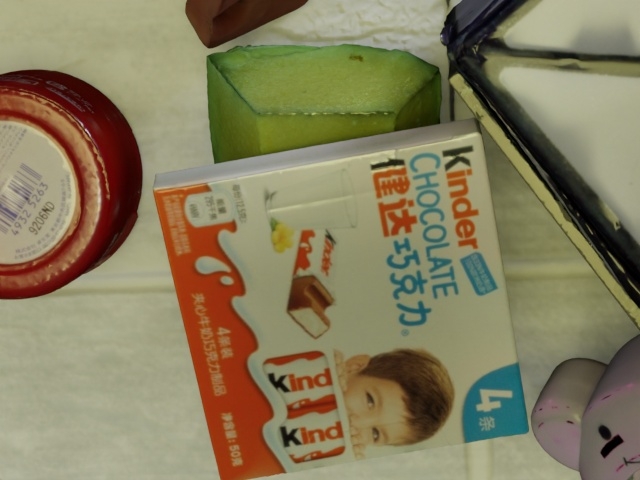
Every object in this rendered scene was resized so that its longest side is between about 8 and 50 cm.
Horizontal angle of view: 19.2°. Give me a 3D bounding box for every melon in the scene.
[{"bbox_3d":[0.000,0.000,1.596,0.196,0.124,0.323,3,114,6],"label":"melon"}]

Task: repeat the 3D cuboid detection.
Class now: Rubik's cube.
[{"bbox_3d":[0.294,-0.140,1.450,0.310,0.305,0.307,-40,97,9],"label":"Rubik's cube"}]

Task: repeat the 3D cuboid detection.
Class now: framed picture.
[{"bbox_3d":[0.184,-0.044,1.534,0.016,0.184,0.250,-38,96,10],"label":"framed picture"}]

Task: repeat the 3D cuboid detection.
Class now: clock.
[{"bbox_3d":[0.345,0.204,1.517,0.322,0.113,0.295,46,141,-14],"label":"clock"}]

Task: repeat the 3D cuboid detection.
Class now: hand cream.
[{"bbox_3d":[-0.254,-0.049,1.612,0.193,0.125,0.193,2,101,9],"label":"hand cream"}]

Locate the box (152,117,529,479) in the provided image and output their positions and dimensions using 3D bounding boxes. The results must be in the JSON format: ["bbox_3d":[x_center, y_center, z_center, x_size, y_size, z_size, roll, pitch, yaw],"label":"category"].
[{"bbox_3d":[0.021,0.053,1.526,0.265,0.048,0.273,-11,112,3],"label":"box"}]

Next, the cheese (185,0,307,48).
[{"bbox_3d":[-0.056,-0.277,1.502,0.128,0.177,0.203,-27,97,-28],"label":"cheese"}]
